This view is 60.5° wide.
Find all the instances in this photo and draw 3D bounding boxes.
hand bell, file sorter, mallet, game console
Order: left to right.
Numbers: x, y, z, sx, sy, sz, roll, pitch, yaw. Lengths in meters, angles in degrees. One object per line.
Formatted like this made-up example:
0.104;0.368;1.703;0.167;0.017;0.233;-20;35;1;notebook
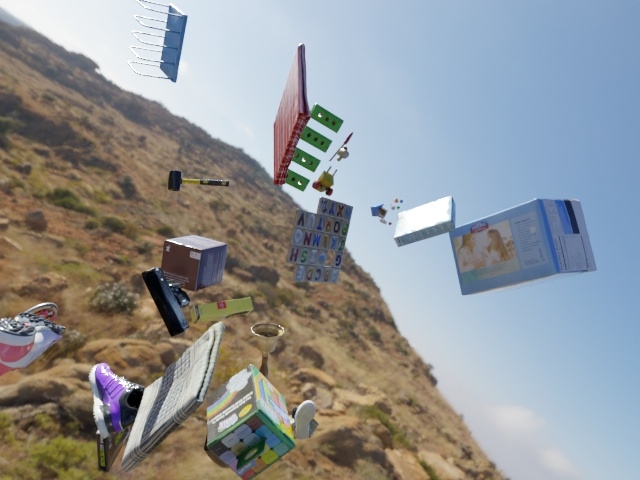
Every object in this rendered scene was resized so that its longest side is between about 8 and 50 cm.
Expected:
-0.418;-0.507;1.391;0.105;0.170;0.118;-2;33;-34;file sorter
-0.474;0.189;1.765;0.213;0.044;0.361;64;-4;1;game console
-0.364;-0.164;1.627;0.190;0.062;0.039;11;-5;10;mallet
-0.216;0.454;2.122;0.126;0.242;0.126;7;16;-2;hand bell

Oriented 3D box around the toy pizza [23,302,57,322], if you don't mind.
-0.952;0.288;1.811;0.032;0.201;0.201;41;-4;11;toy pizza

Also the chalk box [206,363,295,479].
-0.198;0.528;1.541;0.179;0.180;0.289;53;4;-24;chalk box

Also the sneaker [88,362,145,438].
-0.604;0.464;1.655;0.293;0.146;0.102;-134;-150;-54;sneaker

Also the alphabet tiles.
0.000;0.000;1.272;0.009;0.198;0.237;13;2;31;alphabet tiles

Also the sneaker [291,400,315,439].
-0.050;0.493;1.581;0.084;0.058;0.152;-103;-164;-55;sneaker

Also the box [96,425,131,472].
-0.718;0.669;1.912;0.045;0.184;0.190;9;27;2;box

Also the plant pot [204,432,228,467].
-0.335;0.756;2.095;0.188;0.187;0.167;-8;-34;24;plant pot

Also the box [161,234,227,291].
-0.491;0.084;2.136;0.169;0.167;0.203;14;11;18;box

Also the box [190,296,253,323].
-0.392;0.279;2.186;0.087;0.232;0.058;-47;-127;57;box

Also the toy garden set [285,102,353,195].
-0.005;-0.261;1.655;0.204;0.244;0.049;24;12;-36;toy garden set

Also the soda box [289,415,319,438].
-0.089;0.651;1.919;0.058;0.061;0.181;50;-41;-12;soda box

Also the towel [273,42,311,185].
-0.068;-0.272;1.236;0.031;0.198;0.275;4;-28;-15;towel

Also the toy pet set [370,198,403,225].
0.268;-0.133;2.308;0.065;0.122;0.114;32;-11;-26;toy pet set

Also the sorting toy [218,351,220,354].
-0.404;0.385;1.979;0.083;0.045;0.075;-8;-72;46;sorting toy

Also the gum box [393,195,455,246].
0.327;-0.060;1.711;0.041;0.184;0.157;61;26;-25;gum box

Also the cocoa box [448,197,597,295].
0.615;0.027;1.705;0.228;0.231;0.347;-1;-14;-37;cocoa box

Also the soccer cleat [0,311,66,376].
-0.689;0.240;1.273;0.109;0.116;0.318;22;-7;-7;soccer cleat

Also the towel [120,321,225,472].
-0.380;0.387;1.422;0.056;0.312;0.324;39;20;-17;towel
